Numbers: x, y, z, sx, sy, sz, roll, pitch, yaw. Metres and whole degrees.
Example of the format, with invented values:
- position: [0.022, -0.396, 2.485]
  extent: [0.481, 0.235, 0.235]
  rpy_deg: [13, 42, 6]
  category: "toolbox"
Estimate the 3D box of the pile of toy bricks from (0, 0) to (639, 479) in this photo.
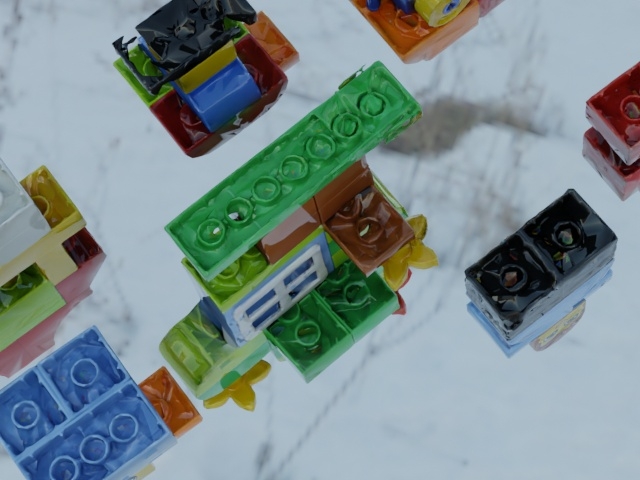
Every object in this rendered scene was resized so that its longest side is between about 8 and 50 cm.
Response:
- position: [0.000, 0.000, 0.485]
  extent: [0.212, 0.105, 0.118]
  rpy_deg: [-36, 71, -7]
  category: "pile of toy bricks"
